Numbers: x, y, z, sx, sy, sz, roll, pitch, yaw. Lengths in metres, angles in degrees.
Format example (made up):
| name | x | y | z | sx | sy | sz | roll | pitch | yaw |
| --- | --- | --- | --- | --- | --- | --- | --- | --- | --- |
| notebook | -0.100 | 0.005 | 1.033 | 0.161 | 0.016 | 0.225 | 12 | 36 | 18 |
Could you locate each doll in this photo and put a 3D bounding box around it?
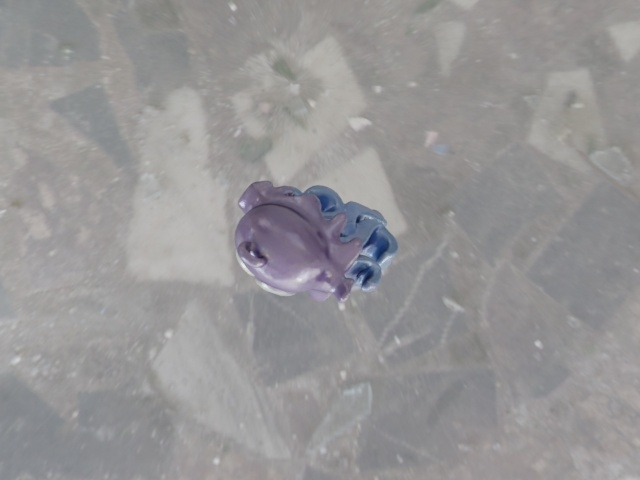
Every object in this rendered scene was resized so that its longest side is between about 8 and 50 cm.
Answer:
| name | x | y | z | sx | sy | sz | roll | pitch | yaw |
| --- | --- | --- | --- | --- | --- | --- | --- | --- | --- |
| doll | 0.000 | 0.000 | 0.896 | 0.110 | 0.206 | 0.067 | 43 | 115 | 19 |
